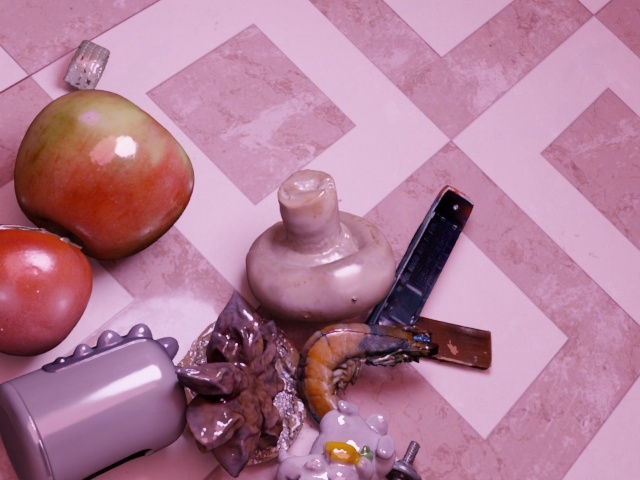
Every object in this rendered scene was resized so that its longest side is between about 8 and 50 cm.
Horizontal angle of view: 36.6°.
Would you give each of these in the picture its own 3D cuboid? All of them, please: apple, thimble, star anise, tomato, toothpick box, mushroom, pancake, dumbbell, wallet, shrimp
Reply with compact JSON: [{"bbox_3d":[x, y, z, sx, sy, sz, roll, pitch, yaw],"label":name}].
[{"bbox_3d":[-0.396,-0.112,1.755,0.319,0.319,0.277,38,78,1],"label":"apple"},{"bbox_3d":[-0.475,-0.351,1.969,0.062,0.084,0.110,23,57,-9],"label":"thimble"},{"bbox_3d":[-0.145,0.240,1.657,0.108,0.315,0.315,1,55,27],"label":"star anise"},{"bbox_3d":[-0.516,0.079,1.639,0.256,0.256,0.224,15,80,-13],"label":"tomato"},{"bbox_3d":[-0.365,0.272,1.618,0.316,0.229,0.229,-22,74,-29],"label":"toothpick box"},{"bbox_3d":[0.000,0.000,1.835,0.293,0.290,0.292,-3,31,2],"label":"mushroom"},{"bbox_3d":[-0.141,0.275,1.795,0.283,0.049,0.282,8,66,-18],"label":"pancake"},{"bbox_3d":[0.127,0.479,1.776,0.082,0.081,0.254,32,59,-3],"label":"dumbbell"},{"bbox_3d":[0.269,0.211,1.997,0.176,0.026,0.095,13,55,-14],"label":"wallet"},{"bbox_3d":[0.094,0.257,1.832,0.291,0.054,0.222,-4,102,-21],"label":"shrimp"}]

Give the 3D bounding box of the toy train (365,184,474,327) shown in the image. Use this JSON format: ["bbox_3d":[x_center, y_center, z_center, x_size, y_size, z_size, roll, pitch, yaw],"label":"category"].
[{"bbox_3d":[0.205,0.058,2.014,0.086,0.089,0.409,30,57,1],"label":"toy train"}]

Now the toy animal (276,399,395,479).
[{"bbox_3d":[0.018,0.434,1.695,0.209,0.154,0.325,12,49,2],"label":"toy animal"}]
